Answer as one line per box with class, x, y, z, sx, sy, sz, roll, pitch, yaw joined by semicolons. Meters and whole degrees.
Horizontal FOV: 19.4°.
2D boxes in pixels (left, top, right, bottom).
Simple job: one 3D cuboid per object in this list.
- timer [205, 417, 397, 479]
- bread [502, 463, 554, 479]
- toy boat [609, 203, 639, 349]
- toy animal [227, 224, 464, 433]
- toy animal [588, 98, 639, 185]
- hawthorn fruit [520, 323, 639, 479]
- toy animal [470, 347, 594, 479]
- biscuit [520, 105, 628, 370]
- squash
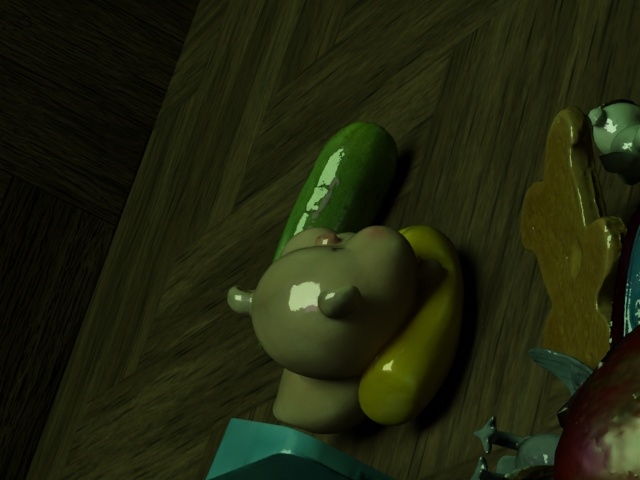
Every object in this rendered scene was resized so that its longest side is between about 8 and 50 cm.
timer;0.018;0.268;2.088;0.250;0.232;0.091;-24;40;61
bread;0.212;0.289;1.562;0.142;0.224;0.212;-62;4;24
toy boat;0.339;0.030;1.771;0.097;0.100;0.223;-9;52;38
toy animal;0.021;0.075;2.311;0.345;0.246;0.278;-24;41;62
toy animal;0.334;-0.104;2.000;0.071;0.085;0.124;-40;30;13
hawthorn fruit;0.315;0.172;1.354;0.316;0.316;0.316;-52;21;30
toy animal;0.231;0.223;1.780;0.255;0.176;0.239;101;178;-83
biscuit;0.273;0.043;1.906;0.216;0.047;0.340;103;162;-45
squash;-0.002;-0.001;2.684;0.371;0.118;0.118;-62;18;7
